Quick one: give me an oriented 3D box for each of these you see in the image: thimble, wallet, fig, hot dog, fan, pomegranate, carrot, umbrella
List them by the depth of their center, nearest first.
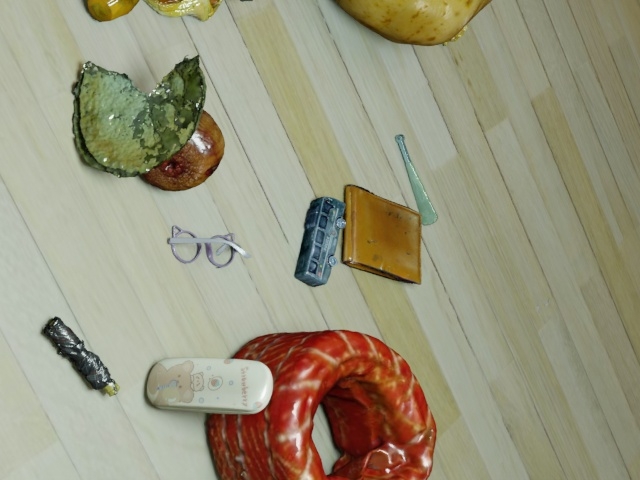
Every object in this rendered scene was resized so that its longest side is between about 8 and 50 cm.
[{"bbox_3d":[-0.345,0.171,1.441,0.144,0.040,0.037,52,58,-17],"label":"umbrella"},{"bbox_3d":[-0.204,-0.171,1.594,0.134,0.146,0.201,63,33,-21],"label":"fig"},{"bbox_3d":[0.004,0.314,1.603,0.350,0.230,0.350,11,73,-39],"label":"thimble"},{"bbox_3d":[-0.294,-0.451,1.618,0.070,0.070,0.260,45,52,-26],"label":"carrot"},{"bbox_3d":[-0.219,-0.412,1.677,0.168,0.061,0.078,-11,89,-43],"label":"hot dog"},{"bbox_3d":[0.190,-0.569,1.854,0.410,0.410,0.410,11,73,-41],"label":"pomegranate"},{"bbox_3d":[0.117,-0.006,1.913,0.195,0.042,0.161,17,65,-37],"label":"wallet"},{"bbox_3d":[0.194,-0.124,2.015,0.016,0.038,0.193,-24,94,-55],"label":"fan"}]

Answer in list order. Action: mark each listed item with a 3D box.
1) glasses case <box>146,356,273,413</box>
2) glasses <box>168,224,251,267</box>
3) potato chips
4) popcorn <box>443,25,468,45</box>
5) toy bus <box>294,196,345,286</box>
[{"bbox_3d":[-0.167,0.217,1.491,0.051,0.204,0.081,55,38,-56],"label":"glasses case"},{"bbox_3d":[-0.163,0.005,1.604,0.139,0.103,0.063,8,77,-38],"label":"glasses"},{"bbox_3d":[-0.271,-0.198,1.495,0.029,0.219,0.202,39,34,-71],"label":"potato chips"},{"bbox_3d":[0.286,-0.468,2.146,0.084,0.084,0.084,11,73,-41],"label":"popcorn"},{"bbox_3d":[0.000,0.000,1.796,0.065,0.047,0.166,27,64,-32],"label":"toy bus"}]
